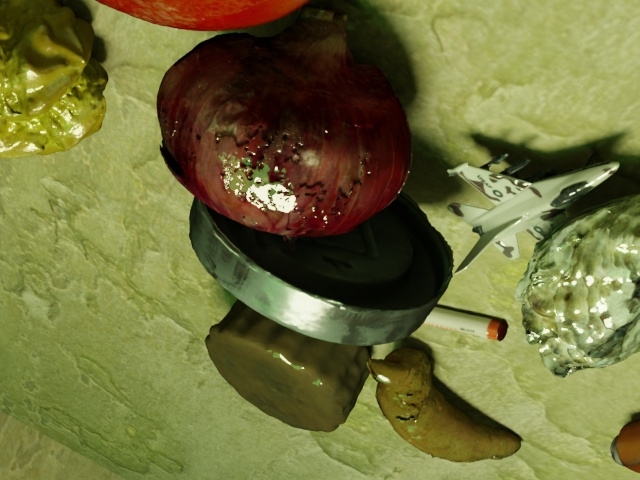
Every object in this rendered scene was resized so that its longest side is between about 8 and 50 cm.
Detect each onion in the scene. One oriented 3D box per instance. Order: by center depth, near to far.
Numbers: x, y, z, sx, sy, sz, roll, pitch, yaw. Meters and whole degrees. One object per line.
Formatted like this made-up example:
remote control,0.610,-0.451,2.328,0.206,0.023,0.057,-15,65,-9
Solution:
onion,-0.026,-0.118,1.246,0.252,0.219,0.252,20,-162,-7

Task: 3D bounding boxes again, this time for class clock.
clock,0.000,0.000,1.351,0.281,0.280,0.055,27,121,3

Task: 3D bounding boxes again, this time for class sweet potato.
sweet potato,0.146,0.231,1.830,0.124,0.098,0.310,-9,140,42

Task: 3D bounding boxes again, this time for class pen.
pen,0.122,0.091,1.668,0.239,0.028,0.028,11,150,31

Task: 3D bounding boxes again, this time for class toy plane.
toy plane,0.213,-0.041,1.286,0.160,0.082,0.234,39,136,-13

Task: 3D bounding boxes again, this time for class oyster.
oyster,0.286,0.043,1.261,0.199,0.112,0.267,-14,148,1

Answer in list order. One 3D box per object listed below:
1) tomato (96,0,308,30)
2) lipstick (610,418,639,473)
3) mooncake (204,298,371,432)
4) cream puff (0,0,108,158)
tomato,-0.142,-0.277,1.116,0.338,0.143,0.338,25,156,12
lipstick,0.467,0.216,1.501,0.077,0.077,0.418,34,155,-12
mooncake,-0.041,0.158,1.850,0.228,0.124,0.228,27,153,15
cream puff,-0.322,-0.182,1.443,0.195,0.194,0.221,9,153,35
